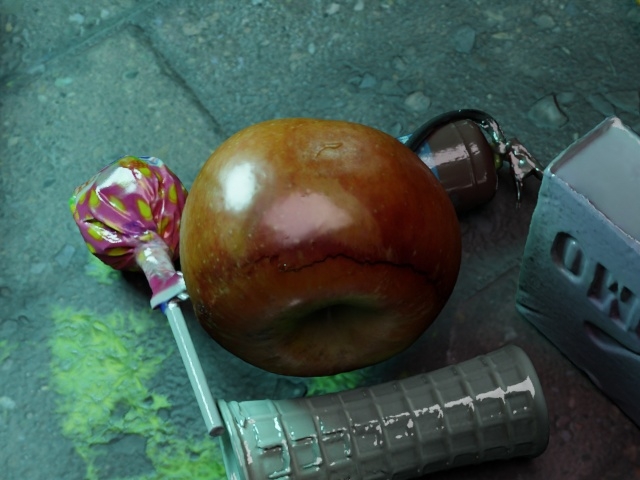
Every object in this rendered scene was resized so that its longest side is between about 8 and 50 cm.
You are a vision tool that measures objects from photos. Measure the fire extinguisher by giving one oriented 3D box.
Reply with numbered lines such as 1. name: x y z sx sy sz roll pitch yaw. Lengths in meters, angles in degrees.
1. fire extinguisher: 0.073 -0.045 1.729 0.341 0.105 0.141 -15 77 -7

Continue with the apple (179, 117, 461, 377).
1. apple: 0.000 0.000 1.540 0.272 0.251 0.206 12 54 -30

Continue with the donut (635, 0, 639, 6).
1. donut: 0.455 -0.325 1.873 0.253 0.118 0.253 1 41 -1

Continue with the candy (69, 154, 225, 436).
1. candy: -0.152 0.053 1.625 0.124 0.124 0.365 -17 45 -9

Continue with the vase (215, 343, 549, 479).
1. vase: 0.061 0.185 1.583 0.299 0.143 0.143 -13 62 -9

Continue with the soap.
1. soap: 0.327 0.067 1.560 0.107 0.285 0.296 -37 65 -19
